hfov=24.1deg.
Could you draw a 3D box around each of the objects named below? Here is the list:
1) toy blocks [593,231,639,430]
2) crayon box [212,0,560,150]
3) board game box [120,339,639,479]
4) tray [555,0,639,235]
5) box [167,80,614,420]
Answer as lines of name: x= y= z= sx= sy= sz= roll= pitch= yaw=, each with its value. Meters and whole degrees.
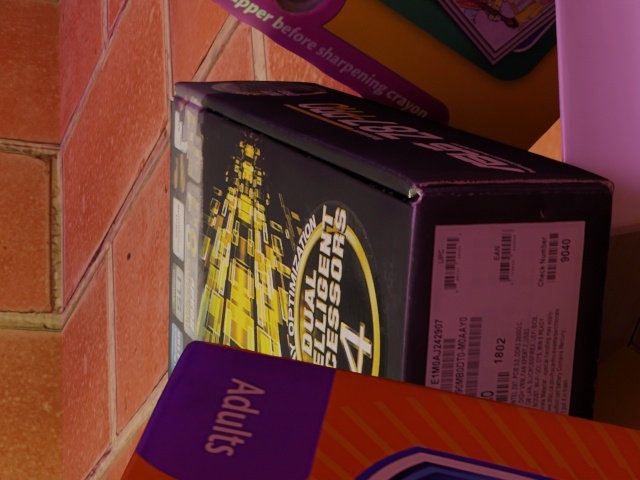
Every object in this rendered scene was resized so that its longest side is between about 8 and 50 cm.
toy blocks: x=0.248 y=0.013 z=0.596 sx=0.381 sy=0.191 sz=0.261 roll=38 pitch=112 yaw=53
crayon box: x=0.056 y=-0.240 z=0.732 sx=0.313 sy=0.363 sz=0.106 roll=-48 pitch=35 yaw=19
board game box: x=0.080 y=0.287 z=0.349 sx=0.356 sy=0.356 sz=0.356 roll=-71 pitch=-8 yaw=-67
tray: x=0.162 y=-0.137 z=0.597 sx=0.145 sy=0.030 sz=0.270 roll=-10 pitch=72 yaw=32
box: x=0.009 y=0.135 z=0.716 sx=0.318 sy=0.097 sz=0.394 roll=-145 pitch=55 yaw=-66
